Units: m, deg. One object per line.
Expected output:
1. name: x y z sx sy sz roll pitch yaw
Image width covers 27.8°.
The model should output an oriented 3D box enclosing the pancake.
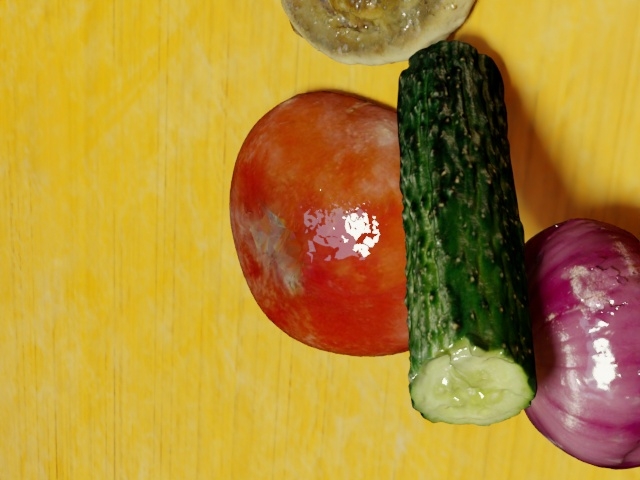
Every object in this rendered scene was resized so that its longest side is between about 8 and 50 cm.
1. pancake: 0.023 -0.154 0.649 0.139 0.022 0.139 17 116 39

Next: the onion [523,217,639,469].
1. onion: 0.130 0.044 0.578 0.104 0.115 0.115 -13 98 1

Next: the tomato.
1. tomato: 0.000 0.000 0.698 0.155 0.069 0.155 19 119 39

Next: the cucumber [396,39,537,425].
1. cucumber: 0.062 -0.012 0.574 0.058 0.058 0.187 -46 33 43
